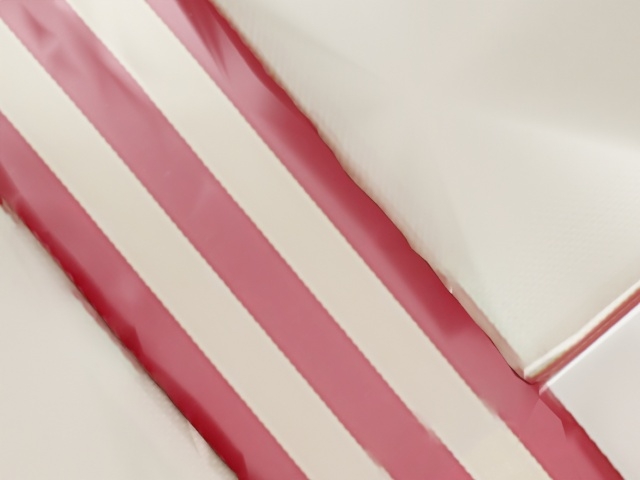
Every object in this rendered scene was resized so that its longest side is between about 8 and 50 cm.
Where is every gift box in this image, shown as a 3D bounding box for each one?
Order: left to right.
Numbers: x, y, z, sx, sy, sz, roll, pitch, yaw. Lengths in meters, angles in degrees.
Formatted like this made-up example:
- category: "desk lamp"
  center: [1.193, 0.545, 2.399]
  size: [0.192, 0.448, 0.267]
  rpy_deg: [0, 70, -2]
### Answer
- category: "gift box"
  center: [0.000, 0.000, 0.451]
  size: [0.276, 0.255, 0.258]
  rpy_deg: [-39, 90, 0]
